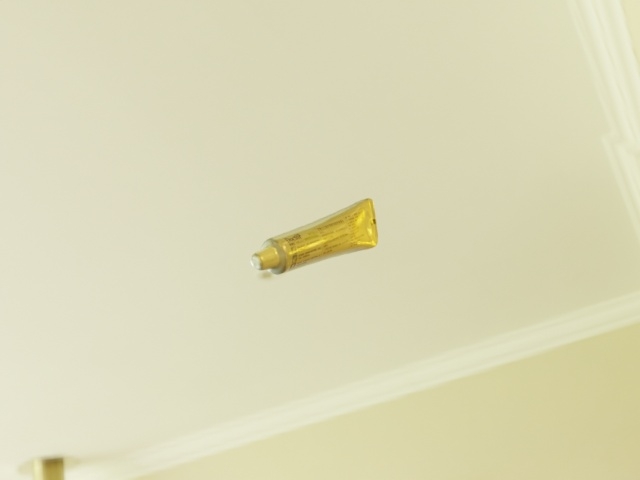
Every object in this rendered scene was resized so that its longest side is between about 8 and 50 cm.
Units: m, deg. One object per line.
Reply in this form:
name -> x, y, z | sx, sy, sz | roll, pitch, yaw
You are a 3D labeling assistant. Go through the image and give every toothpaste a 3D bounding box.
toothpaste -> 0.000, 0.000, 0.900 | 0.029, 0.048, 0.197 | -5, 8, 34
